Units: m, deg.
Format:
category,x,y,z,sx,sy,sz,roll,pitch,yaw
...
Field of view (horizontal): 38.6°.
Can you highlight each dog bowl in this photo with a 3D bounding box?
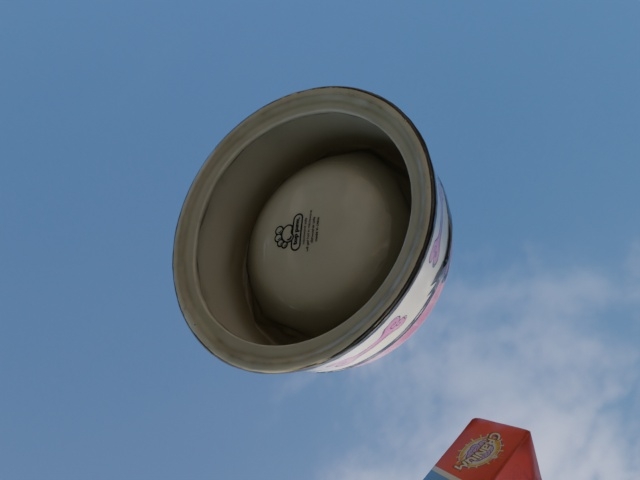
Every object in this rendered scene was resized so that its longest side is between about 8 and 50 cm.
category,x,y,z,sx,sy,sz,roll,pitch,yaw
dog bowl,0.000,0.000,1.260,0.408,0.150,0.407,-13,-116,28

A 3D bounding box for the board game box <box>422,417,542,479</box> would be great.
category,x,y,z,sx,sy,sz,roll,pitch,yaw
board game box,0.140,0.363,0.836,0.064,0.316,0.242,5,-148,42
